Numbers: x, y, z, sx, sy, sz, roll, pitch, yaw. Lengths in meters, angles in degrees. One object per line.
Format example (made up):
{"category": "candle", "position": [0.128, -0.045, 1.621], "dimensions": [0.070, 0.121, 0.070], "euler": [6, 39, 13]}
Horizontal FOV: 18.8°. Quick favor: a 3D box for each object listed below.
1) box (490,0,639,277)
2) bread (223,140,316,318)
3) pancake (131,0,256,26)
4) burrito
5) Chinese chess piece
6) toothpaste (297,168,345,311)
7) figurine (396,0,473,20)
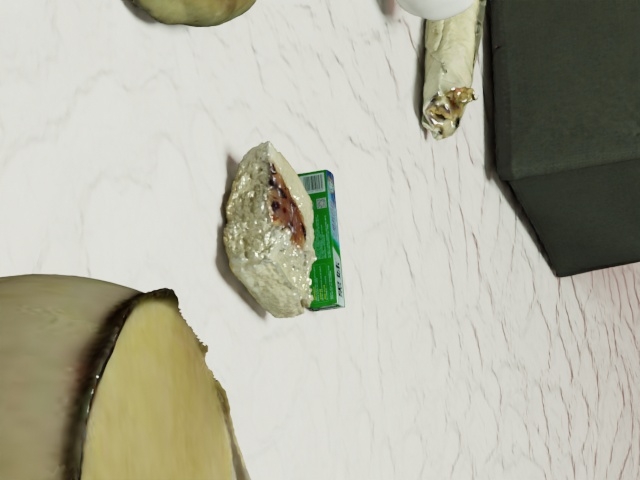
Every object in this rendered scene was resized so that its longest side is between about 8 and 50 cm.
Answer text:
{"category": "box", "position": [0.329, -0.140, 1.624], "dimensions": [0.204, 0.345, 0.251], "euler": [56, 30, -58]}
{"category": "bread", "position": [-0.025, -0.004, 1.067], "dimensions": [0.070, 0.035, 0.083], "euler": [55, 29, -50]}
{"category": "pancake", "position": [-0.070, -0.230, 1.006], "dimensions": [0.222, 0.042, 0.236], "euler": [-6, 94, -64]}
{"category": "burrito", "position": [0.099, -0.153, 1.452], "dimensions": [0.045, 0.041, 0.185], "euler": [25, 45, -13]}
{"category": "Chinese chess piece", "position": [-0.093, 0.140, 0.681], "dimensions": [0.257, 0.104, 0.257], "euler": [-6, 90, -77]}
{"category": "toothpaste", "position": [0.000, 0.000, 1.150], "dimensions": [0.017, 0.020, 0.083], "euler": [31, 52, -68]}
{"category": "figurine", "position": [0.068, -0.224, 1.344], "dimensions": [0.129, 0.109, 0.178], "euler": [65, 10, 25]}
